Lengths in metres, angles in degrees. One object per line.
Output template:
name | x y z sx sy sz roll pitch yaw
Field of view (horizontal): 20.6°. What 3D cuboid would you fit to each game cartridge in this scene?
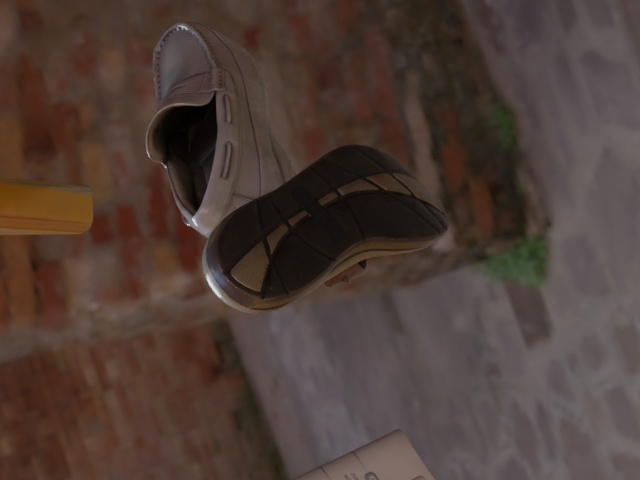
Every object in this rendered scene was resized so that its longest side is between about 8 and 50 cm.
game cartridge | -0.390 -0.027 1.518 0.324 0.285 0.052 -4 -86 -73

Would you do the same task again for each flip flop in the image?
flip flop | 0.000 0.000 1.474 0.112 0.277 0.080 50 134 12

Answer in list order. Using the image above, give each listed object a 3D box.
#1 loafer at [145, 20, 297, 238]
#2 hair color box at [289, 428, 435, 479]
loafer | -0.107 -0.107 1.633 0.112 0.111 0.319 -55 37 23
hair color box | -0.018 0.337 1.699 0.185 0.374 0.113 55 134 17
